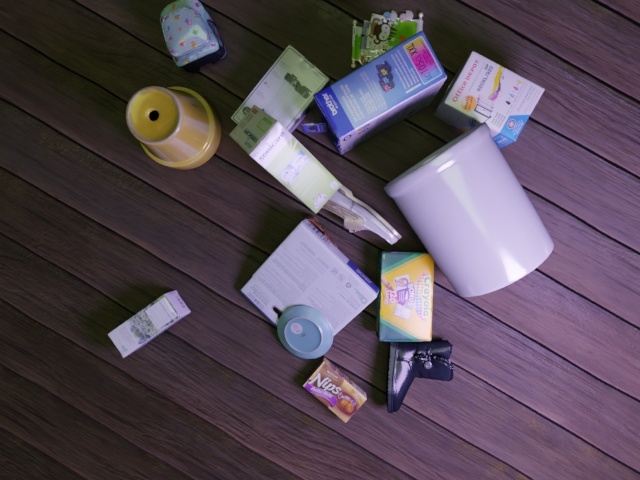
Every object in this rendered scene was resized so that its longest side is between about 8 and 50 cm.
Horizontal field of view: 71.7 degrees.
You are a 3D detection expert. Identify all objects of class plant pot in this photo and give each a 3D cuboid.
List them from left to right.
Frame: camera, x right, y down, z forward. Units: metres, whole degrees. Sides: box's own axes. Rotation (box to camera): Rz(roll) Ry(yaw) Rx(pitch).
[{"bbox_3d":[-0.455,-0.353,1.340,0.253,0.239,0.254,0,92,4],"label":"plant pot"}]

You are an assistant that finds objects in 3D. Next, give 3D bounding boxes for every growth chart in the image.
[{"bbox_3d":[0.209,-0.638,1.397,0.236,0.021,0.172,-4,93,1],"label":"growth chart"}]

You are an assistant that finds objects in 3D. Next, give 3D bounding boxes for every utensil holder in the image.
[{"bbox_3d":[0.421,-0.081,1.261,0.327,0.327,0.386,-34,93,4],"label":"utensil holder"}]

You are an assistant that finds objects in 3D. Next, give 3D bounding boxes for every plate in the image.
[{"bbox_3d":[-0.053,0.297,1.408,0.187,0.024,0.188,5,109,15],"label":"plate"}]

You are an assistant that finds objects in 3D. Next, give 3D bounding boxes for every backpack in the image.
[{"bbox_3d":[-0.407,-0.646,1.372,0.165,0.144,0.189,-21,89,9],"label":"backpack"}]

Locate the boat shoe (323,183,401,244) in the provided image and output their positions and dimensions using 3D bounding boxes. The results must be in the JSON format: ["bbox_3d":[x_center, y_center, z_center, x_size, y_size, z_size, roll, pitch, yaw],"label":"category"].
[{"bbox_3d":[0.113,-0.075,1.392,0.302,0.113,0.103,39,96,11],"label":"boat shoe"}]

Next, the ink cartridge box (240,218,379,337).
[{"bbox_3d":[-0.040,0.156,1.411,0.324,0.071,0.330,44,114,0],"label":"ink cartridge box"}]

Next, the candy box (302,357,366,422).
[{"bbox_3d":[0.047,0.486,1.446,0.186,0.053,0.109,41,94,-1],"label":"candy box"}]

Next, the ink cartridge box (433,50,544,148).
[{"bbox_3d":[0.490,-0.410,1.319,0.232,0.168,0.171,29,94,2],"label":"ink cartridge box"}]

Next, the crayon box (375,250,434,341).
[{"bbox_3d":[0.264,0.173,1.398,0.165,0.081,0.279,1,92,-2],"label":"crayon box"}]

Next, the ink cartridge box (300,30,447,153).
[{"bbox_3d":[0.137,-0.394,1.288,0.395,0.270,0.151,-31,89,4],"label":"ink cartridge box"}]

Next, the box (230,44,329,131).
[{"bbox_3d":[-0.122,-0.437,1.392,0.169,0.087,0.290,39,95,1],"label":"box"}]

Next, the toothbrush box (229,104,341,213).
[{"bbox_3d":[-0.100,-0.234,1.280,0.122,0.206,0.283,-49,127,5],"label":"toothbrush box"}]

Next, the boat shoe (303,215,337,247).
[{"bbox_3d":[0.000,-0.001,1.420,0.064,0.060,0.178,-34,91,4],"label":"boat shoe"}]

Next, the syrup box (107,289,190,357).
[{"bbox_3d":[-0.557,0.271,1.446,0.236,0.096,0.093,-35,89,5],"label":"syrup box"}]

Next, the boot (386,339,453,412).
[{"bbox_3d":[0.315,0.434,1.406,0.206,0.094,0.247,4,87,7],"label":"boot"}]
